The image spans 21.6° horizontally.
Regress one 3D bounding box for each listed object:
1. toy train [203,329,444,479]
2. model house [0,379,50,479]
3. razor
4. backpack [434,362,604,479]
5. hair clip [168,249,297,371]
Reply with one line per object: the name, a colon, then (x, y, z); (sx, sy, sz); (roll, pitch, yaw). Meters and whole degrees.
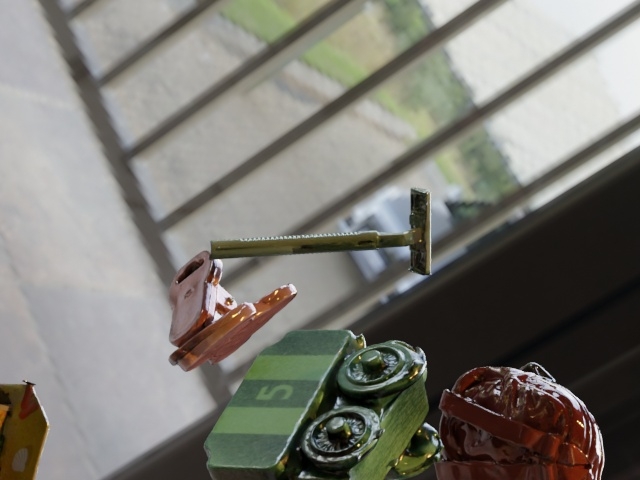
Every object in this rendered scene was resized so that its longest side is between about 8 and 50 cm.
toy train: (0.007, 0.232, 1.939); (0.299, 0.238, 0.167); (-56, 137, -49)
model house: (-0.318, 0.177, 1.153); (0.136, 0.207, 0.219); (29, 72, -52)
razor: (0.001, 0.002, 1.557); (0.036, 0.211, 0.084); (-128, -146, -68)
backpack: (0.250, 0.263, 2.083); (0.139, 0.229, 0.229); (14, 47, -48)
hair clip: (-0.089, 0.083, 1.573); (0.102, 0.123, 0.138); (38, 21, -23)
